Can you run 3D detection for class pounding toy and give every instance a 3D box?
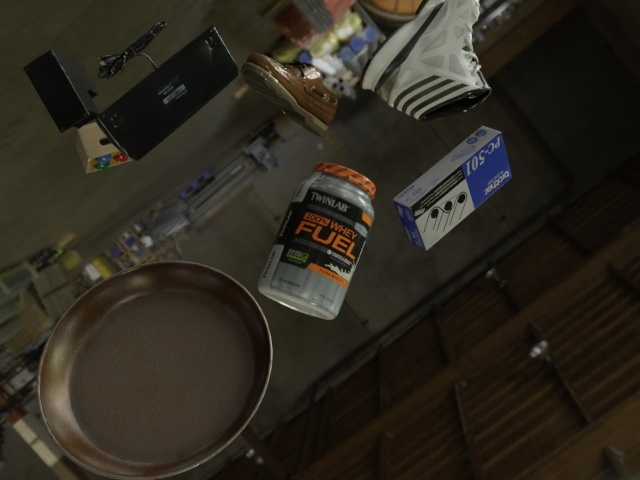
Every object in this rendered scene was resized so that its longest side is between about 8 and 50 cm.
[{"bbox_3d":[-0.488,-0.248,1.711,0.181,0.094,0.206,-21,177,-23],"label":"pounding toy"}]

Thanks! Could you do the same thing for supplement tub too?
[{"bbox_3d":[0.000,0.000,1.572,0.316,0.193,0.193,-69,-168,-12],"label":"supplement tub"}]

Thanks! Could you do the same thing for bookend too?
[{"bbox_3d":[-0.527,-0.304,1.501,0.072,0.156,0.157,-31,179,6],"label":"bookend"}]

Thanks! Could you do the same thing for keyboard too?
[{"bbox_3d":[-0.317,-0.323,1.399,0.317,0.202,0.033,-46,-144,-22],"label":"keyboard"}]

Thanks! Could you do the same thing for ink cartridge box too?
[{"bbox_3d":[0.217,-0.086,1.147,0.207,0.097,0.046,-39,-141,-16],"label":"ink cartridge box"}]

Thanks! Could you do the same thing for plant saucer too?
[{"bbox_3d":[-0.217,0.169,0.944,0.310,0.310,0.050,-42,153,-23],"label":"plant saucer"}]

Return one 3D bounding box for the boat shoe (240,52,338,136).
[{"bbox_3d":[-0.056,-0.318,1.432,0.105,0.110,0.307,-60,156,1],"label":"boat shoe"}]

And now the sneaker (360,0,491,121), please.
[{"bbox_3d":[0.323,-0.450,1.653,0.447,0.257,0.169,-49,172,-11],"label":"sneaker"}]
